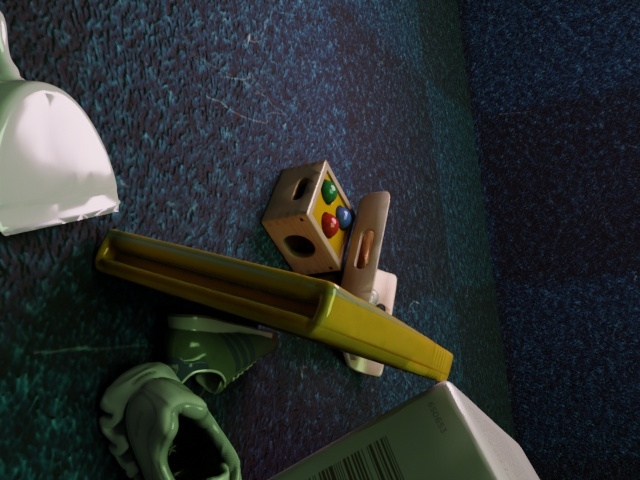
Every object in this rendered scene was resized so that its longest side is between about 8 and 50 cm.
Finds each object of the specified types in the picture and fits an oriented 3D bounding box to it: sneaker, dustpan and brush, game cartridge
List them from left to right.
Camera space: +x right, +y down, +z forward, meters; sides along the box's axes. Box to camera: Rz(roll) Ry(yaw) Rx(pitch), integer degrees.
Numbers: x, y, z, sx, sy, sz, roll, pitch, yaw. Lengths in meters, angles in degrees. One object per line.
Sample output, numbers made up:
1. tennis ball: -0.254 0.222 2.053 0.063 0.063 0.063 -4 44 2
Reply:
1. dustpan and brush: -0.264 -0.119 0.527 0.147 0.060 0.211 -26 113 -64
2. sneaker: -0.120 0.263 0.593 0.110 0.118 0.292 -35 113 -39
3. sneaker: -0.121 0.142 0.717 0.192 0.064 0.086 28 65 -58
4. game cartridge: -0.035 0.082 0.655 0.324 0.286 0.052 36 69 -54

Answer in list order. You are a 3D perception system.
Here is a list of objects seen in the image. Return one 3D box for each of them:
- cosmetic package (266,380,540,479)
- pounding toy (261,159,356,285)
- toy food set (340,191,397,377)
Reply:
1. cosmetic package: 0.154 0.439 0.753 0.394 0.330 0.327 44 16 -49
2. pounding toy: 0.000 0.011 0.949 0.206 0.094 0.181 59 34 -37
3. toy food set: 0.099 0.087 1.031 0.306 0.093 0.219 76 24 -58
